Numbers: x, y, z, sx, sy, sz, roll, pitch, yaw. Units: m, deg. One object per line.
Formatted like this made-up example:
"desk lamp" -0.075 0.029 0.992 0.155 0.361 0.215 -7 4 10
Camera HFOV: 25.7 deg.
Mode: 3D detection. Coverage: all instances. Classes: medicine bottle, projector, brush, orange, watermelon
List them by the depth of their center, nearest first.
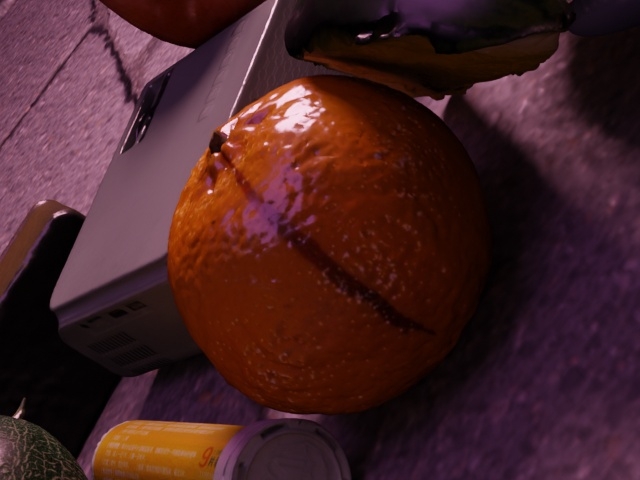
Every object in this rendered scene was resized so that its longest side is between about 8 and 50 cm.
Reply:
"orange" 0.000 0.000 0.765 0.193 0.161 0.193 -43 30 33
"watermelon" 0.055 -0.128 0.769 0.123 0.129 0.301 -62 7 0
"medicine bottle" -0.068 0.138 0.823 0.218 0.074 0.074 -9 51 59
"projector" -0.076 -0.036 1.017 0.198 0.108 0.250 -23 41 49
"brush" -0.212 0.077 1.099 0.059 0.123 0.197 6 65 59

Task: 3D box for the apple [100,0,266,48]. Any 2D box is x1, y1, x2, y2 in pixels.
"apple" -0.037 -0.241 1.108 0.293 0.163 0.251 -30 20 17

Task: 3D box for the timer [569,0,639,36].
"timer" 0.097 -0.289 0.732 0.173 0.395 0.395 -18 26 -6

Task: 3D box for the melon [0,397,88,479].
"melon" -0.226 0.224 0.865 0.182 0.182 0.287 -31 35 43
